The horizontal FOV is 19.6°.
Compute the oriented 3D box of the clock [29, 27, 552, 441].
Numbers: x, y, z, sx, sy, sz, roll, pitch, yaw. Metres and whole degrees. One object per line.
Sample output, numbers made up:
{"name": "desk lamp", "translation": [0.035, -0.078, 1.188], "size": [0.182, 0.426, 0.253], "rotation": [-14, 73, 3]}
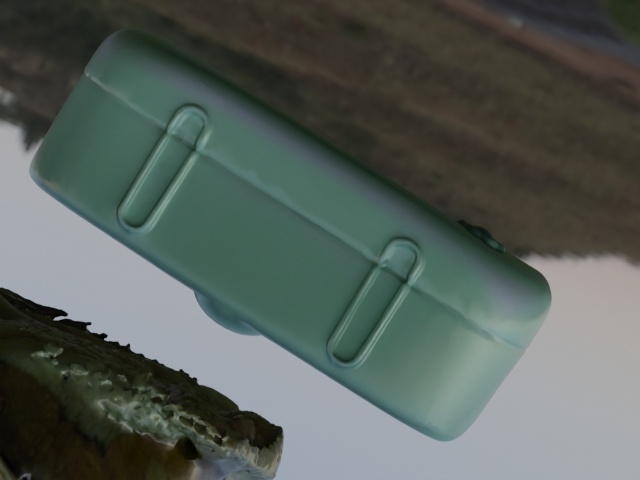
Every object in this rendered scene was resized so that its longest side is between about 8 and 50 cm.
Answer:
{"name": "clock", "translation": [0.000, 0.000, 0.629], "size": [0.159, 0.066, 0.211], "rotation": [33, -177, 8]}

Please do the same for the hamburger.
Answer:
{"name": "hamburger", "translation": [-0.177, 0.114, 1.147], "size": [0.285, 0.134, 0.265], "rotation": [26, 177, 20]}
